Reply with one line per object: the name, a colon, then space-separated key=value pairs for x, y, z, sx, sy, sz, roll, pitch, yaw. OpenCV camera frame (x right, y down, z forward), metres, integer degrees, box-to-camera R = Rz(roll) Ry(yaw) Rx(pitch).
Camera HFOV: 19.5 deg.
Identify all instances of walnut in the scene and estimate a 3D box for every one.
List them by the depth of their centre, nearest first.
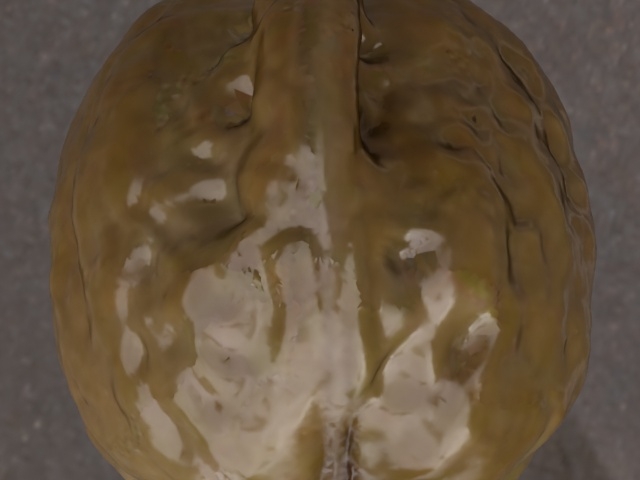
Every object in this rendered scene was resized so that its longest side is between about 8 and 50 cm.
walnut: x=0.000 y=0.000 z=0.782 sx=0.224 sy=0.257 sz=0.257 roll=-1 pitch=141 yaw=-3
